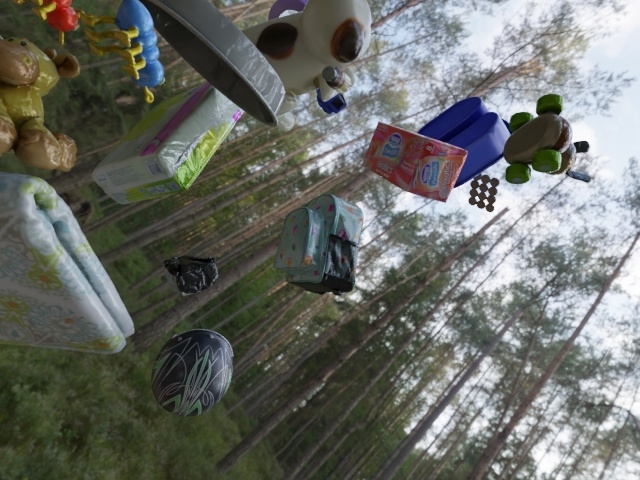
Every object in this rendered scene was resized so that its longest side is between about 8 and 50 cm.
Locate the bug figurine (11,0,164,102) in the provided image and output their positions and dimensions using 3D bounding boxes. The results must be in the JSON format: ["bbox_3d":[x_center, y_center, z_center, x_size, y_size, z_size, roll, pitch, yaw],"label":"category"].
[{"bbox_3d":[-0.255,-0.286,0.444,0.279,0.072,0.216,36,-38,23],"label":"bug figurine"}]

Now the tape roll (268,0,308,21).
[{"bbox_3d":[-0.089,-0.921,1.822,0.275,0.090,0.275,24,-32,16],"label":"tape roll"}]

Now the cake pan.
[{"bbox_3d":[-0.172,-0.311,0.712,0.293,0.054,0.293,39,-1,1],"label":"cake pan"}]

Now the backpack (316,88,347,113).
[{"bbox_3d":[0.033,-0.550,1.603,0.120,0.101,0.098,36,27,-43],"label":"backpack"}]

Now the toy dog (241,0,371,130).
[{"bbox_3d":[-0.046,-0.557,1.184,0.408,0.395,0.284,-17,-109,32],"label":"toy dog"}]

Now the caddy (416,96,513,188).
[{"bbox_3d":[0.485,-0.323,1.455,0.179,0.341,0.241,41,22,-40],"label":"caddy"}]

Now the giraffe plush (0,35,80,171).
[{"bbox_3d":[-0.432,-0.205,0.597,0.210,0.181,0.170,22,-84,55],"label":"giraffe plush"}]

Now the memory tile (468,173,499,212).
[{"bbox_3d":[0.618,-0.184,1.596,0.113,0.012,0.148,30,-42,38],"label":"memory tile"}]

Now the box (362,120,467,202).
[{"bbox_3d":[0.260,-0.236,1.222,0.154,0.142,0.300,-70,-155,18],"label":"box"}]

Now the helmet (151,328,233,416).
[{"bbox_3d":[-0.254,0.262,0.841,0.169,0.169,0.161,61,-26,-5],"label":"helmet"}]

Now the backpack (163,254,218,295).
[{"bbox_3d":[-0.429,0.109,1.348,0.182,0.152,0.115,10,-71,47],"label":"backpack"}]

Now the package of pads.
[{"bbox_3d":[-0.315,-0.215,0.892,0.229,0.296,0.101,-7,-46,33],"label":"package of pads"}]

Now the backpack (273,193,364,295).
[{"bbox_3d":[0.000,0.000,0.837,0.144,0.188,0.166,26,-17,-24],"label":"backpack"}]

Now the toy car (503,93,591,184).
[{"bbox_3d":[0.508,-0.191,0.896,0.188,0.155,0.149,15,-15,-15],"label":"toy car"}]

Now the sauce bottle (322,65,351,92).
[{"bbox_3d":[0.032,-0.330,0.855,0.042,0.128,0.042,2,-81,15],"label":"sauce bottle"}]

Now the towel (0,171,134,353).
[{"bbox_3d":[-0.483,0.043,0.619,0.321,0.090,0.374,3,-42,2],"label":"towel"}]
